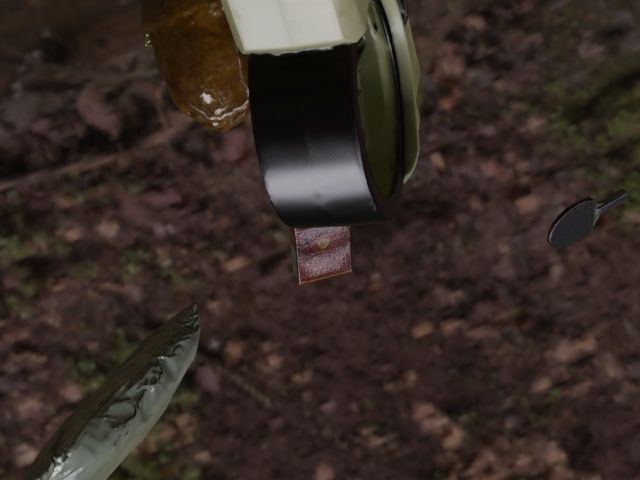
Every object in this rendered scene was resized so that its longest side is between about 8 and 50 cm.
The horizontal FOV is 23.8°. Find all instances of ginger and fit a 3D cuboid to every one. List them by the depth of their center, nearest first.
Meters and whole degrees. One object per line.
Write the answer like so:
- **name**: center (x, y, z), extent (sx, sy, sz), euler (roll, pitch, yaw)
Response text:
- **ginger**: center (-0.101, -0.281, 1.558), extent (0.172, 0.321, 0.165), euler (25, -162, 31)

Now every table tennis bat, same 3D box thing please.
- **table tennis bat**: center (0.226, -0.021, 1.286), extent (0.083, 0.007, 0.050), euler (-30, 143, -17)

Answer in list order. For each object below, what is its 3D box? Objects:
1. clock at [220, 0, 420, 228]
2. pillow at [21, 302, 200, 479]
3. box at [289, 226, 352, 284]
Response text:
- **clock**: center (-0.009, -0.193, 0.997), extent (0.120, 0.379, 0.276), euler (-3, -142, 13)
- **pillow**: center (-0.158, 0.138, 1.106), extent (0.128, 0.051, 0.229), euler (-60, 176, 33)
- **box**: center (0.000, 0.000, 1.347), extent (0.052, 0.023, 0.082), euler (-15, 137, -10)
